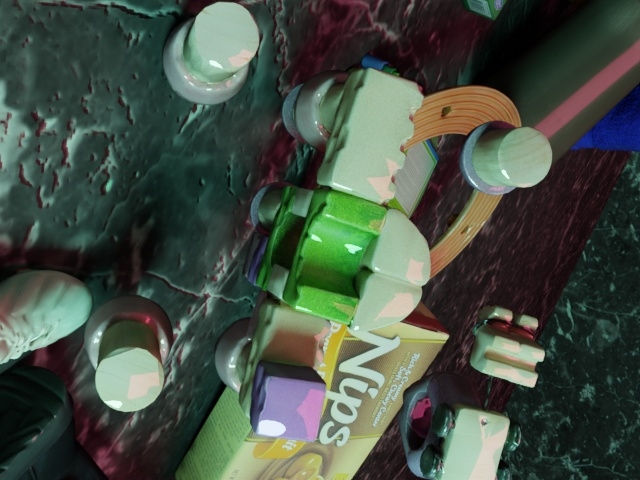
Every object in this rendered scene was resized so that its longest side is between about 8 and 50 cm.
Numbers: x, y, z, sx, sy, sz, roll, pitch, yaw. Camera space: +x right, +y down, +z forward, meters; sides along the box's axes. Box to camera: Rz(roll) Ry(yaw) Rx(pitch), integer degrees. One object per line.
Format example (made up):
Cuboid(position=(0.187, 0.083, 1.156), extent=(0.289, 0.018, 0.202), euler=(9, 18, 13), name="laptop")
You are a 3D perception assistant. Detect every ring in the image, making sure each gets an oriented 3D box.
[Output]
Cuboid(position=(0.098, -0.041, 0.900), extent=(0.336, 0.032, 0.337), euler=(-26, 144, -21), name="ring")

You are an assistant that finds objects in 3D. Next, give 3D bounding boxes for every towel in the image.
Cuboid(position=(0.432, -0.230, 1.168), extent=(0.228, 0.308, 0.076), euler=(-49, 117, -18), name="towel")

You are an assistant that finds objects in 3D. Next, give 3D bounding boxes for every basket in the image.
Cuboid(position=(0.344, -0.224, 1.052), extent=(0.227, 0.154, 0.204), euler=(-42, 166, 13), name="basket")

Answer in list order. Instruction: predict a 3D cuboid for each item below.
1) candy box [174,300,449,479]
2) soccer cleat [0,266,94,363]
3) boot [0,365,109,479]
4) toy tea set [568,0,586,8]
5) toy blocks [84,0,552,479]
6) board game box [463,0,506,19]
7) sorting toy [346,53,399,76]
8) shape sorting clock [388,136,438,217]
Cuboid(position=(-0.013, 0.192, 0.891), extent=(0.182, 0.087, 0.317), euler=(18, 110, -37), name="candy box")
Cuboid(position=(-0.218, 0.060, 0.508), extent=(0.196, 0.076, 0.068), euler=(3, 115, -62), name="soccer cleat")
Cuboid(position=(-0.266, 0.242, 0.595), extent=(0.246, 0.094, 0.207), euler=(-47, 149, -37), name="boot")
Cuboid(position=(0.430, -0.414, 1.185), extent=(0.336, 0.124, 0.200), euler=(23, 68, -61), name="toy tea set")
Cuboid(position=(-0.007, 0.004, 0.622), extent=(0.260, 0.308, 0.289), euler=(-161, -93, -75), name="toy blocks")
Cuboid(position=(0.195, -0.406, 0.800), extent=(0.214, 0.046, 0.317), euler=(-58, 155, -2), name="board game box")
Cuboid(position=(0.060, -0.162, 0.816), extent=(0.102, 0.042, 0.061), euler=(-29, 141, -46), name="sorting toy")
Cuboid(position=(0.083, -0.083, 0.943), extent=(0.206, 0.040, 0.206), euler=(-35, 136, -43), name="shape sorting clock")
